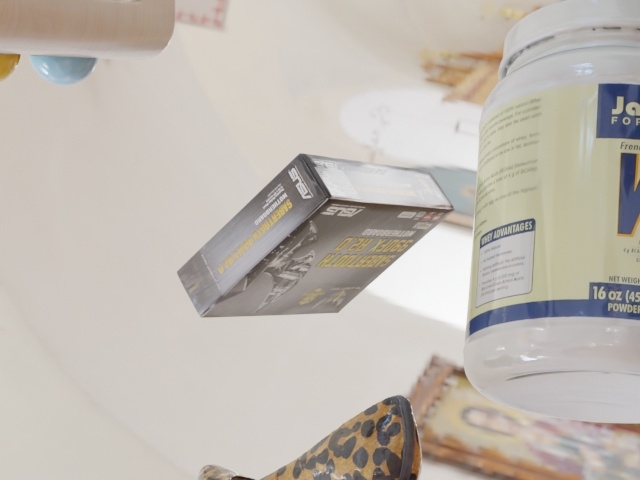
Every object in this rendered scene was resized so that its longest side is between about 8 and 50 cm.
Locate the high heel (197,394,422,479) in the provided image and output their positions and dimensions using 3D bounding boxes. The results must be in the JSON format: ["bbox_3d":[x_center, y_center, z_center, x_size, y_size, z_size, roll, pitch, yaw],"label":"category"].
[{"bbox_3d":[-0.014,0.189,1.101,0.093,0.261,0.186,18,-87,-37],"label":"high heel"}]

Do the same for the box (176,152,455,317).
[{"bbox_3d":[0.000,0.000,1.246,0.183,0.056,0.231,-43,-24,26],"label":"box"}]

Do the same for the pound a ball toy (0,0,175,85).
[{"bbox_3d":[-0.217,-0.169,0.859,0.319,0.208,0.135,-10,-75,-56],"label":"pound a ball toy"}]

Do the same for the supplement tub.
[{"bbox_3d":[0.249,-0.022,1.111,0.235,0.235,0.325,69,-155,-70],"label":"supplement tub"}]
